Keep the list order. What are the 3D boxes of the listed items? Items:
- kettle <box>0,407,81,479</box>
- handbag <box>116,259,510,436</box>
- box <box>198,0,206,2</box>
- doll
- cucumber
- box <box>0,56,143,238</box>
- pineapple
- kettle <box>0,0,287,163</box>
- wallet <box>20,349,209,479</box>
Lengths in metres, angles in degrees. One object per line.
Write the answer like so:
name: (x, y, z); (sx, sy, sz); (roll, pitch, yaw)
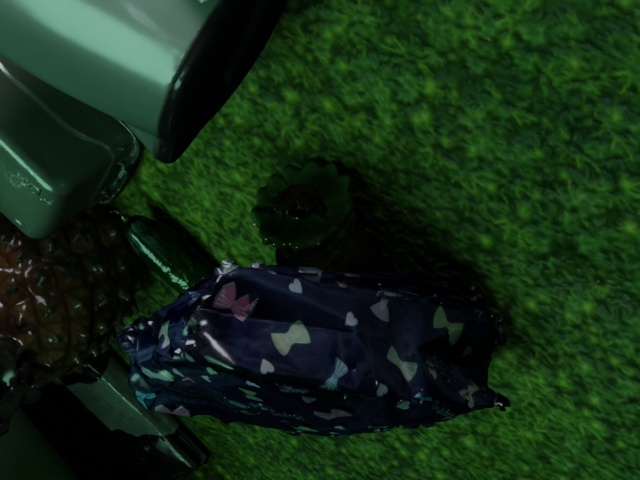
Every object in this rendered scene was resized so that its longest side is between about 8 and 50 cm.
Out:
kettle: (-0.343, 0.300, 1.222); (0.376, 0.250, 0.361); (59, 167, -22)
handbag: (-0.003, 0.077, 0.853); (0.260, 0.113, 0.162); (8, 159, -27)
box: (-0.029, -0.205, 0.593); (0.198, 0.029, 0.109); (-29, 103, 45)
doll: (-0.001, -0.011, 0.889); (0.078, 0.076, 0.113); (-8, 159, 14)
cucumber: (-0.108, 0.029, 1.036); (0.168, 0.039, 0.039); (44, 145, -7)
box: (-0.238, -0.086, 0.989); (0.172, 0.093, 0.124); (42, 145, 0)
pineapple: (-0.287, 0.105, 1.009); (0.166, 0.364, 0.165); (20, 137, 20)
kettle: (-0.127, -0.191, 0.738); (0.236, 0.161, 0.221); (35, 114, 5)
wallet: (-0.262, 0.197, 1.339); (0.221, 0.071, 0.262); (49, 138, -9)
